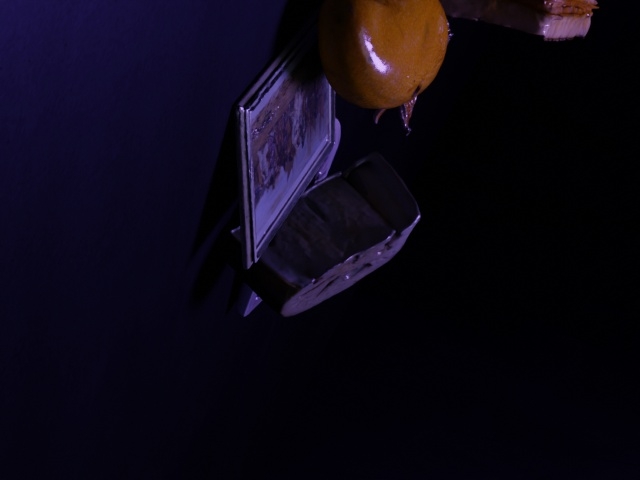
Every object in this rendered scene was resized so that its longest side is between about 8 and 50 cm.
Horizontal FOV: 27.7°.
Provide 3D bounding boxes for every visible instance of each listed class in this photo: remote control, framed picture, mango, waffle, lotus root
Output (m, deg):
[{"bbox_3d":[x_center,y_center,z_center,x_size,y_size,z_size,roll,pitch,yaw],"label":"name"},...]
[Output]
[{"bbox_3d":[-0.053,-0.033,1.702,0.109,0.055,0.313,-45,164,-42],"label":"remote control"},{"bbox_3d":[-0.032,-0.125,1.456,0.274,0.017,0.217,-59,156,-47],"label":"framed picture"},{"bbox_3d":[0.060,-0.227,1.464,0.262,0.109,0.157,-9,102,-58],"label":"mango"},{"bbox_3d":[0.276,-0.379,1.978,0.376,0.261,0.114,-25,133,-69],"label":"waffle"},{"bbox_3d":[0.000,0.000,1.577,0.235,0.119,0.138,-31,164,-19],"label":"lotus root"}]

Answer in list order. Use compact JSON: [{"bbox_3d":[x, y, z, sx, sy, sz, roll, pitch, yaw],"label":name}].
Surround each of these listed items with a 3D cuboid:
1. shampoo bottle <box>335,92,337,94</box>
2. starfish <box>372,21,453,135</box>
[{"bbox_3d":[0.059,-0.267,1.673,0.260,0.064,0.102,-57,169,-52],"label":"shampoo bottle"},{"bbox_3d":[0.174,-0.325,2.284,0.301,0.084,0.293,-59,170,-69],"label":"starfish"}]
